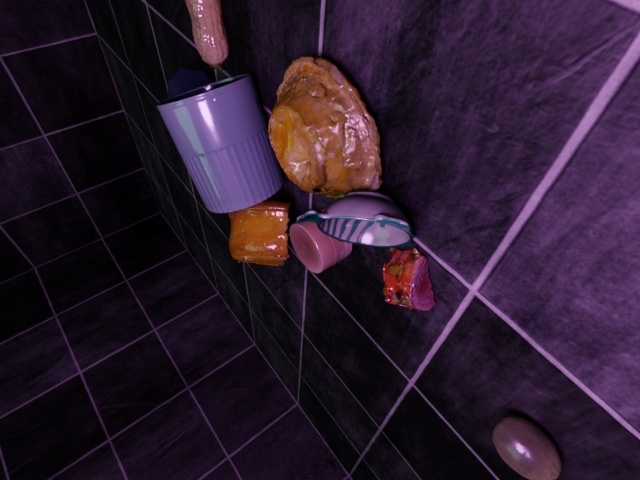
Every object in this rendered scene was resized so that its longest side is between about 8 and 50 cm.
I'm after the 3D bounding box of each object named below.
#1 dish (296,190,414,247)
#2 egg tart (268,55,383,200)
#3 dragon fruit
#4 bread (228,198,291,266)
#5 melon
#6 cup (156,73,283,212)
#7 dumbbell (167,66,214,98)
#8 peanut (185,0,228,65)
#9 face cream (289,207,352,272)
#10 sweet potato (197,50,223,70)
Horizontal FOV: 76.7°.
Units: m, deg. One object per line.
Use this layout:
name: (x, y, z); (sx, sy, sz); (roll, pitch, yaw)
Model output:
dish: (0.081, -0.051, 0.824); (0.224, 0.245, 0.078); (160, 121, -65)
egg tart: (-0.010, -0.214, 0.860); (0.341, 0.129, 0.341); (40, 147, 34)
dragon fruit: (0.177, 0.096, 0.874); (0.102, 0.096, 0.147); (8, 122, 63)
bread: (-0.194, -0.017, 1.246); (0.340, 0.178, 0.195); (144, 127, -76)
melon: (0.400, 0.404, 0.787); (0.131, 0.098, 0.098); (46, 151, 28)
cup: (-0.285, -0.265, 1.138); (0.331, 0.256, 0.312); (8, 127, 41)
dumbbell: (-0.432, -0.425, 1.392); (0.160, 0.144, 0.325); (56, 155, 13)
peanut: (-0.293, -0.569, 1.049); (0.099, 0.090, 0.215); (-103, 9, -45)
face cream: (0.000, 0.000, 1.086); (0.149, 0.104, 0.149); (43, 150, 33)
sweet potato: (-0.329, -0.545, 1.198); (0.153, 0.038, 0.041); (47, 129, 30)
